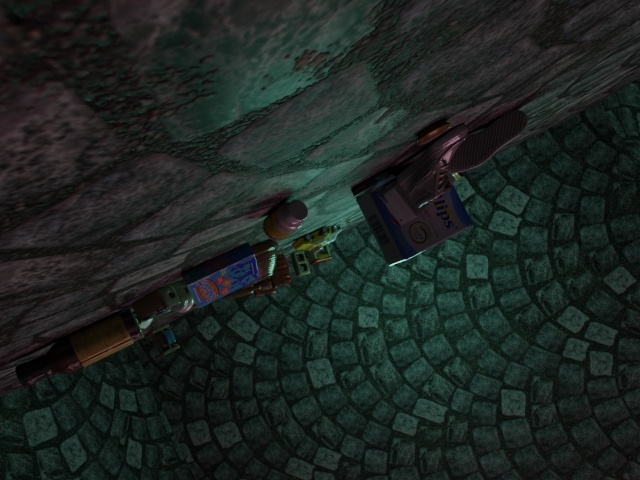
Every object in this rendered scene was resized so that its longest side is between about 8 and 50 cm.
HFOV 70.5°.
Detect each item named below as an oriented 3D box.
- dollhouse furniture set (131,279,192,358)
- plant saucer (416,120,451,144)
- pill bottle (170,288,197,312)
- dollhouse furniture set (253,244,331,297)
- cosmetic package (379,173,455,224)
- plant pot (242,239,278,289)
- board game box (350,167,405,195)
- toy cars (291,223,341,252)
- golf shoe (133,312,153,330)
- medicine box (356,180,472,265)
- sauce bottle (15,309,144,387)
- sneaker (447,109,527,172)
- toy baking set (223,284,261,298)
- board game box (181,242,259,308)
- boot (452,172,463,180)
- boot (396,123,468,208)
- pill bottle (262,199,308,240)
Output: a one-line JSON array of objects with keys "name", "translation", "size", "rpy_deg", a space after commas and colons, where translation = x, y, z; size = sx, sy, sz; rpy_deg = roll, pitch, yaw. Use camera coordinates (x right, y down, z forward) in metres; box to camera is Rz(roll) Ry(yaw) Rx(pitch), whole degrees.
[{"name": "dollhouse furniture set", "translation": [-0.460, 0.240, 1.400], "size": [0.129, 0.183, 0.129], "rpy_deg": [-29, 176, 26]}, {"name": "plant saucer", "translation": [0.241, -0.236, 0.979], "size": [0.083, 0.015, 0.083], "rpy_deg": [-27, 176, -2]}, {"name": "pill bottle", "translation": [-0.485, 0.212, 1.624], "size": [0.086, 0.086, 0.152], "rpy_deg": [-27, 177, 5]}, {"name": "dollhouse furniture set", "translation": [-0.138, 0.149, 2.232], "size": [0.374, 0.152, 0.201], "rpy_deg": [-10, 167, -35]}, {"name": "cosmetic package", "translation": [0.303, -0.161, 1.401], "size": [0.231, 0.117, 0.085], "rpy_deg": [-41, -176, -32]}, {"name": "plant pot", "translation": [-0.238, 0.094, 1.547], "size": [0.237, 0.109, 0.237], "rpy_deg": [-26, 177, -1]}, {"name": "board game box", "translation": [0.175, -0.173, 1.331], "size": [0.126, 0.026, 0.186], "rpy_deg": [-29, 176, 25]}, {"name": "toy cars", "translation": [0.000, 0.000, 2.126], "size": [0.176, 0.087, 0.394], "rpy_deg": [-27, 177, 16]}, {"name": "golf shoe", "translation": [-0.661, 0.292, 1.579], "size": [0.094, 0.077, 0.198], "rpy_deg": [-30, 176, 42]}, {"name": "medicine box", "translation": [0.316, -0.098, 1.543], "size": [0.289, 0.263, 0.149], "rpy_deg": [-26, 177, -16]}, {"name": "sauce bottle", "translation": [-0.724, 0.328, 1.373], "size": [0.344, 0.111, 0.111], "rpy_deg": [-24, 176, -24]}, {"name": "sneaker", "translation": [0.498, -0.292, 1.415], "size": [0.282, 0.102, 0.161], "rpy_deg": [-27, 180, 11]}, {"name": "toy baking set", "translation": [-0.287, 0.141, 1.701], "size": [0.256, 0.030, 0.196], "rpy_deg": [-20, -148, 22]}, {"name": "board game box", "translation": [-0.292, 0.107, 1.350], "size": [0.210, 0.047, 0.160], "rpy_deg": [-26, 152, -16]}, {"name": "boot", "translation": [0.575, -0.289, 2.139], "size": [0.203, 0.095, 0.262], "rpy_deg": [-29, 172, 23]}, {"name": "boot", "translation": [0.323, -0.190, 1.216], "size": [0.095, 0.123, 0.258], "rpy_deg": [-29, 171, -38]}, {"name": "pill bottle", "translation": [-0.076, -0.046, 1.000], "size": [0.065, 0.065, 0.116], "rpy_deg": [-24, 176, -38]}]
